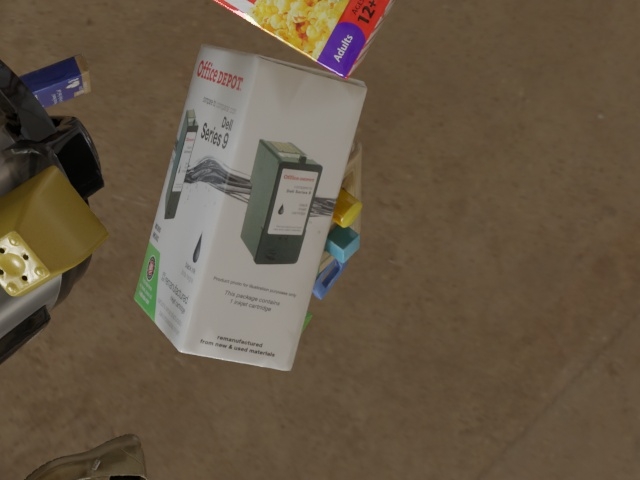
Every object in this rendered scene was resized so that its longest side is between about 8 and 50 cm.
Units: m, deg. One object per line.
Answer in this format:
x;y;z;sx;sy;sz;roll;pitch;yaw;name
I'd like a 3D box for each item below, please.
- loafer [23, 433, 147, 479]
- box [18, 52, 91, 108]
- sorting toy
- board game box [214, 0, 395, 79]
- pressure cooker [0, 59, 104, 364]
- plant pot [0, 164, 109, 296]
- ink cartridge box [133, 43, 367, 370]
-0.222;0.228;1.145;0.148;0.050;0.056;-23;153;-35;loafer
-0.457;-0.215;1.842;0.225;0.136;0.036;-20;88;-10;box
0.000;0.000;1.452;0.196;0.047;0.347;-47;158;-24;sorting toy
-0.030;-0.204;0.689;0.193;0.045;0.146;31;118;2;board game box
-0.449;-0.027;1.309;0.370;0.375;0.420;38;49;14;pressure cooker
-0.247;0.001;1.048;0.081;0.083;0.081;-28;109;26;plant pot
-0.077;-0.043;1.228;0.121;0.211;0.289;13;97;-23;ink cartridge box
